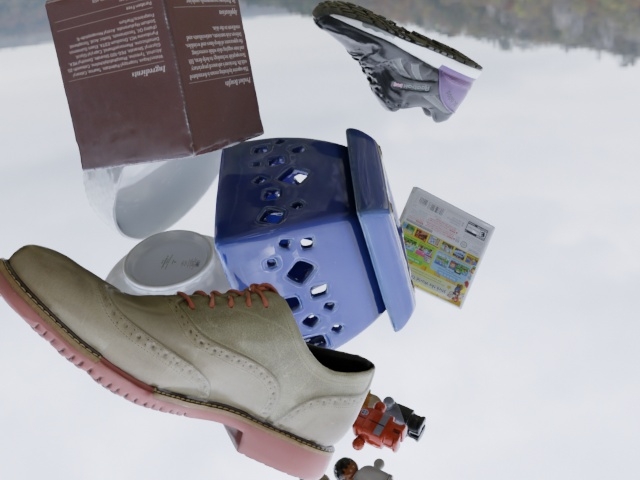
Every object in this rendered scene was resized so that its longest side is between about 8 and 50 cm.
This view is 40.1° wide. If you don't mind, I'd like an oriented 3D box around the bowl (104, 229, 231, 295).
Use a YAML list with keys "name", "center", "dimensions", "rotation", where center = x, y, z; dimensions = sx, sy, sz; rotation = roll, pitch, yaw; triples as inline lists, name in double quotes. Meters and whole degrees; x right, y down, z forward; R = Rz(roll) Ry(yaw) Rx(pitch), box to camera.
- name: "bowl"
  center: [-0.228, 0.077, 1.386]
  dimensions: [0.297, 0.134, 0.298]
  rotation: [-5, -141, 4]

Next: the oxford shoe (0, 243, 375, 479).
- name: "oxford shoe"
  center: [-0.098, 0.075, 0.721]
  dimensions: [0.348, 0.130, 0.123]
  rotation: [34, -178, -35]

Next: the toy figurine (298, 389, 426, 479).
- name: "toy figurine"
  center: [0.074, 0.373, 1.540]
  dimensions: [0.148, 0.213, 0.209]
  rotation: [19, -174, 22]

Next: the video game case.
- name: "video game case"
  center: [0.259, 0.019, 1.946]
  dimensions: [0.226, 0.206, 0.026]
  rotation: [25, 176, -23]

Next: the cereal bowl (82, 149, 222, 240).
- name: "cereal bowl"
  center: [-0.283, -0.175, 1.501]
  dimensions: [0.141, 0.339, 0.339]
  rotation: [34, -150, 16]

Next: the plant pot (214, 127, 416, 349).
- name: "plant pot"
  center: [0.000, 0.000, 1.148]
  dimensions: [0.212, 0.236, 0.236]
  rotation: [-13, -143, 7]

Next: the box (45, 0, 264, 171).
- name: "box"
  center: [-0.192, -0.202, 1.047]
  dimensions: [0.167, 0.203, 0.168]
  rotation: [-5, -169, 26]

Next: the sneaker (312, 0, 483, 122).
- name: "sneaker"
  center: [0.103, -0.257, 1.314]
  dimensions: [0.283, 0.124, 0.107]
  rotation: [19, -157, -23]
